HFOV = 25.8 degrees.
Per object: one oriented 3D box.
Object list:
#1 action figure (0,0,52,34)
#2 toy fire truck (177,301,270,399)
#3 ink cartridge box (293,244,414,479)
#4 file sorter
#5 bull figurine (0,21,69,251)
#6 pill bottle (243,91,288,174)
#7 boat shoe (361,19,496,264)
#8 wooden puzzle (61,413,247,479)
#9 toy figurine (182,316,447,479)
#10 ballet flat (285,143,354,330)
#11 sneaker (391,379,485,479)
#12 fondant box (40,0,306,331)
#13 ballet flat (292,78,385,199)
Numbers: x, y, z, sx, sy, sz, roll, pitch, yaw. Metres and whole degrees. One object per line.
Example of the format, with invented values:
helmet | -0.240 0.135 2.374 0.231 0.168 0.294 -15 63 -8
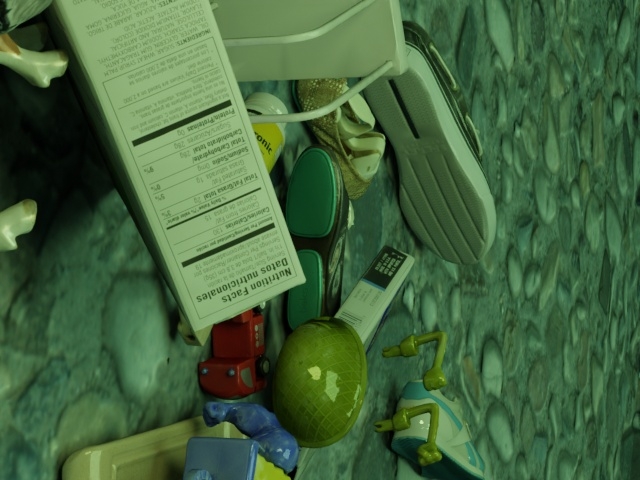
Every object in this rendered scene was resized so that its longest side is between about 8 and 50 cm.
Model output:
action figure | -0.269 -0.131 0.641 0.330 0.178 0.341 4 71 -34
toy fire truck | -0.099 0.058 1.275 0.135 0.047 0.192 -14 103 -64
ink cartridge box | 0.017 0.136 1.485 0.206 0.045 0.208 -53 168 -52
file sorter | -0.063 -0.252 1.192 0.173 0.193 0.277 -41 126 -55
bull figurine | -0.256 -0.098 0.839 0.188 0.101 0.310 18 79 -30
pill bottle | -0.071 -0.087 1.317 0.116 0.065 0.065 -65 145 -45
boat shoe | 0.154 -0.122 1.740 0.119 0.121 0.335 -59 139 -42
wooden puzzle | -0.141 0.269 1.196 0.239 0.044 0.221 -3 93 -61
toy figurine | -0.030 0.205 1.171 0.217 0.191 0.362 35 59 -51
ballet flat | 0.000 0.000 1.466 0.074 0.074 0.203 -10 105 -65
sneaker | 0.160 0.252 1.794 0.228 0.087 0.092 51 42 -56
fondant box | -0.133 -0.133 0.994 0.238 0.096 0.330 -127 -163 -54
ballet flat | 0.033 -0.113 1.541 0.206 0.067 0.073 57 39 -50
